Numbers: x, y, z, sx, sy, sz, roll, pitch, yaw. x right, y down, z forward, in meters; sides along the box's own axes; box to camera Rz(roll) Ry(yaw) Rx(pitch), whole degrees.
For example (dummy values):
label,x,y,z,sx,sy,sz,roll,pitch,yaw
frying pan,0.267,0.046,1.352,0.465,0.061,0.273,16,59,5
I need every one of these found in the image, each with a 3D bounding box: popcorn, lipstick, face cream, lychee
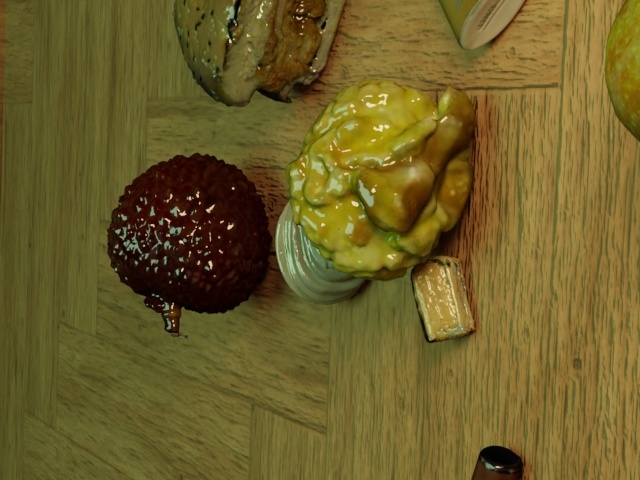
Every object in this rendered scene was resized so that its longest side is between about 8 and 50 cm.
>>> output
label,x,y,z,sx,sy,sz,roll,pitch,yaw
popcorn,0.086,-0.083,1.654,0.251,0.206,0.237,-35,36,33
lipstick,0.172,0.408,1.633,0.057,0.057,0.357,45,127,52
face cream,0.164,-0.380,1.638,0.139,0.067,0.285,-53,45,44
lychee,-0.207,0.004,2.111,0.264,0.264,0.300,-27,48,58

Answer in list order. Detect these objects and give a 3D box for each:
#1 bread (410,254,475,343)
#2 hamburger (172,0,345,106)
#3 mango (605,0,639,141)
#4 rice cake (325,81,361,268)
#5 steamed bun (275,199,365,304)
label,x,y,z,sx,sy,sz,roll,pitch,yaw
bread,0.151,0.072,1.680,0.072,0.053,0.106,-20,73,35
hamburger,-0.096,-0.366,1.985,0.277,0.195,0.318,40,122,52
mango,0.394,-0.183,1.099,0.382,0.201,0.225,-26,45,47
rice cake,0.043,-0.087,1.818,0.057,0.052,0.256,-21,57,55
steamed bun,0.000,0.000,1.897,0.183,0.106,0.183,6,97,62
